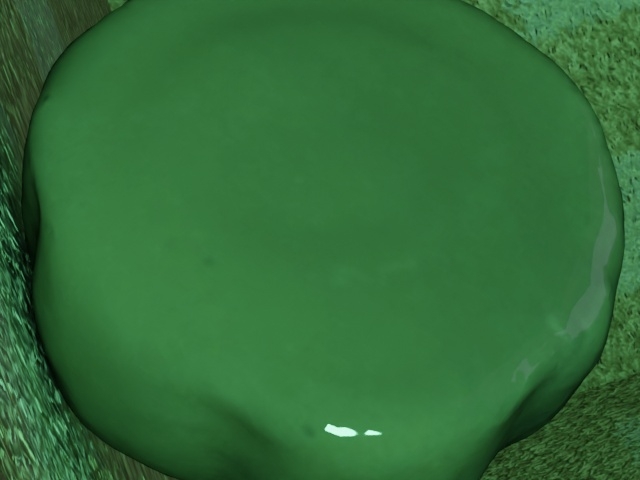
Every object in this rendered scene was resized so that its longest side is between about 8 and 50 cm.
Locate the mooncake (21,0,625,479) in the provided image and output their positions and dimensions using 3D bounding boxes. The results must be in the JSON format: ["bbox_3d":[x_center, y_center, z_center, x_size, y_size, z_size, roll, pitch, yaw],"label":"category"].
[{"bbox_3d":[0.000,0.000,0.685,0.135,0.275,0.275,101,-25,-51],"label":"mooncake"}]
